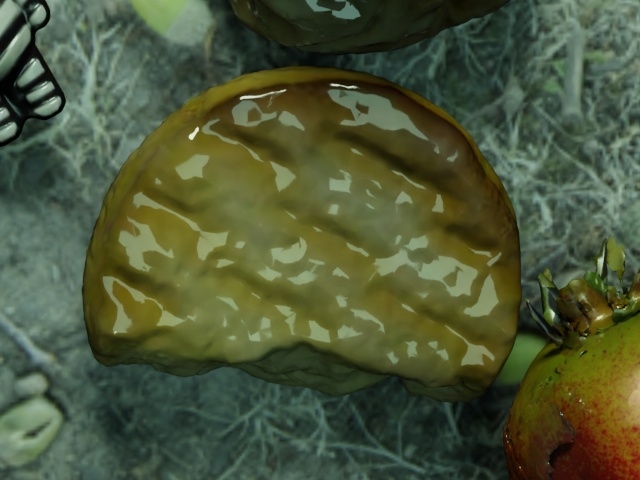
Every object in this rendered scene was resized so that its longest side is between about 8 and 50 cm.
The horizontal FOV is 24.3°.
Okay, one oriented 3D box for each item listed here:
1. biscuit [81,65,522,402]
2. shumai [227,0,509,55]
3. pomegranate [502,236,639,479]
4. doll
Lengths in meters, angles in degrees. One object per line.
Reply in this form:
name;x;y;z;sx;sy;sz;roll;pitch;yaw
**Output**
biscuit;0.000;0.000;0.912;0.274;0.091;0.213;15;99;-16
shumai;0.054;-0.197;0.838;0.218;0.185;0.184;-9;103;-13
pomegranate;0.216;0.115;0.933;0.210;0.210;0.235;-25;99;-9
doll;-0.221;-0.156;0.836;0.091;0.067;0.219;-32;108;-4
